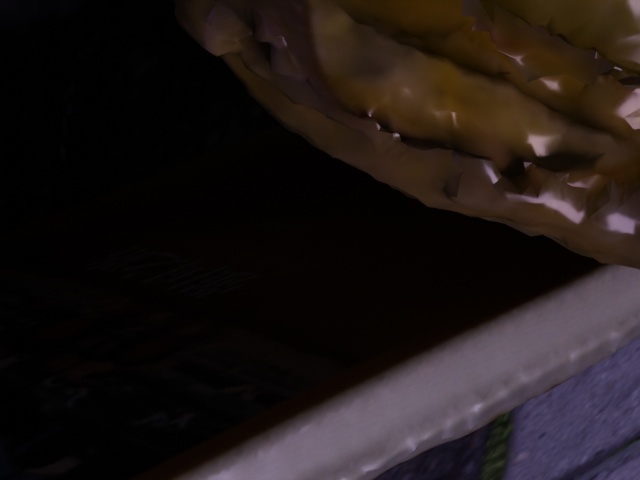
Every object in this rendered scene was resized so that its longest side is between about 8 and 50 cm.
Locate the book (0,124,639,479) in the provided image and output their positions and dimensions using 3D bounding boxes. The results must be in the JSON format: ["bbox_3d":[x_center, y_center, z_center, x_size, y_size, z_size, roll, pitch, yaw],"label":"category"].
[{"bbox_3d":[0.000,0.000,0.490,0.374,0.262,0.028,-24,109,-27],"label":"book"}]

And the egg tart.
[{"bbox_3d":[0.082,-0.116,0.392,0.288,0.288,0.118,-22,157,-28],"label":"egg tart"}]
